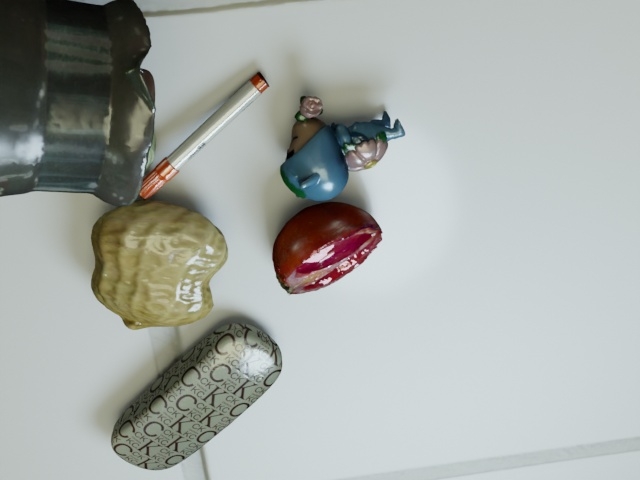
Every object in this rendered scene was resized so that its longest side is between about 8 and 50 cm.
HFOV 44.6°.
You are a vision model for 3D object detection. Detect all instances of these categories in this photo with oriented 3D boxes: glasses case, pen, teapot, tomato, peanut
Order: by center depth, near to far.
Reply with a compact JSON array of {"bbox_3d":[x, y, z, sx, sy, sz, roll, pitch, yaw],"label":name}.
[{"bbox_3d":[-0.376,-0.154,0.854,0.362,0.376,0.305,3,84,-25],"label":"teapot"},{"bbox_3d":[-0.164,-0.142,1.073,0.239,0.028,0.028,-41,120,10],"label":"pen"},{"bbox_3d":[-0.242,0.045,1.156,0.197,0.110,0.233,8,120,-14],"label":"peanut"},{"bbox_3d":[0.000,0.000,1.175,0.173,0.099,0.189,-30,164,-6],"label":"tomato"},{"bbox_3d":[-0.212,0.272,1.327,0.137,0.085,0.355,37,112,-27],"label":"glasses case"}]

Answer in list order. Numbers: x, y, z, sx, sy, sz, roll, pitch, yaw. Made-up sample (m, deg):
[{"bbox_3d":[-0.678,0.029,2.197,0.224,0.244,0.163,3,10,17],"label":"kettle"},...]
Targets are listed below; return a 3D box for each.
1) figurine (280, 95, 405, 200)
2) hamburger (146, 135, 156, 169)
[{"bbox_3d":[0.018,-0.141,1.085,0.178,0.114,0.144,-27,101,-4],"label":"figurine"},{"bbox_3d":[-0.276,-0.117,1.078,0.121,0.054,0.084,-34,128,17],"label":"hamburger"}]
